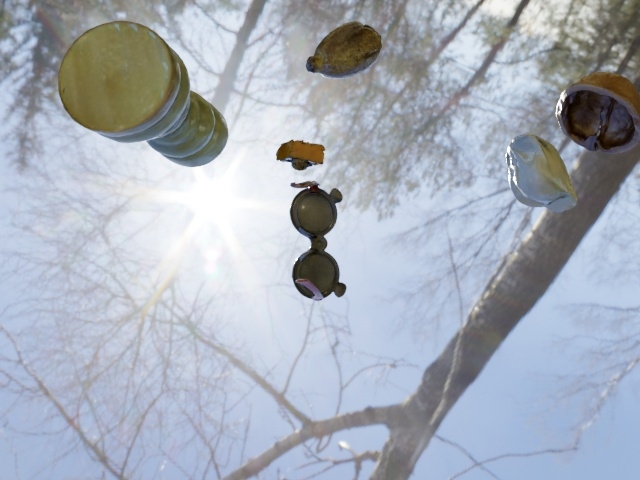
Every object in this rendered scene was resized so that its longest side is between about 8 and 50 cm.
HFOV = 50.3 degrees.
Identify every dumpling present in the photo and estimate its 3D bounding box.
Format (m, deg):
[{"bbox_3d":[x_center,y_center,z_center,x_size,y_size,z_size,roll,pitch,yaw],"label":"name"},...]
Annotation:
[{"bbox_3d":[0.498,-0.155,1.587,0.151,0.229,0.124,-3,-144,51],"label":"dumpling"}]

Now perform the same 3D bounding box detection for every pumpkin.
[{"bbox_3d":[-0.039,-0.157,1.274,0.074,0.054,0.083,6,180,-22],"label":"pumpkin"}]

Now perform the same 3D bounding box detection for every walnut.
[{"bbox_3d":[0.549,-0.258,1.309,0.167,0.087,0.211,30,166,22],"label":"walnut"}]

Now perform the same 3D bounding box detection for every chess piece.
[{"bbox_3d":[-0.350,-0.285,1.474,0.234,0.234,0.442,29,180,10],"label":"chess piece"}]

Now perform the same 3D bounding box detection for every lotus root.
[{"bbox_3d":[0.055,-0.467,1.700,0.214,0.138,0.138,-27,-135,-12],"label":"lotus root"}]

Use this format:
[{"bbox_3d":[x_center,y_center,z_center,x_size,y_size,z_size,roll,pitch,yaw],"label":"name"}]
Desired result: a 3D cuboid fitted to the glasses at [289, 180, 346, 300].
[{"bbox_3d":[0.000,0.000,1.292,0.118,0.234,0.268,-1,177,-3],"label":"glasses"}]
